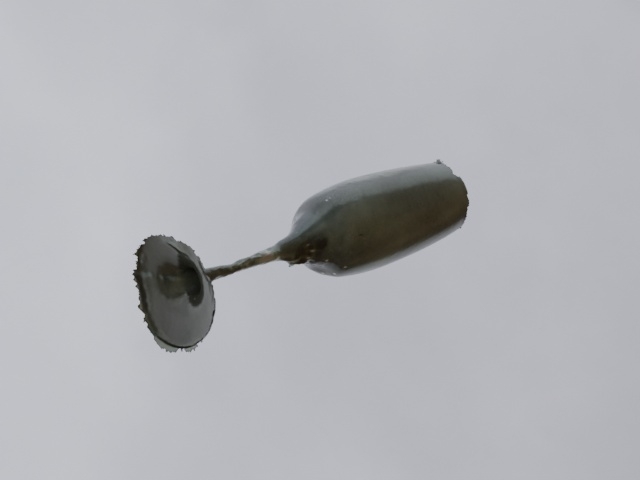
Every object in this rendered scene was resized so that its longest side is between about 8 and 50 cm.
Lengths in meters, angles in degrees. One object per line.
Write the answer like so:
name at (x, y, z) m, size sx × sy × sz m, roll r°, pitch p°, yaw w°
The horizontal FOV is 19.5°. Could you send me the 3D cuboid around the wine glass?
wine glass at (0.000, 0.000, 1.177) m, size 0.262 × 0.074 × 0.074 m, roll -19°, pitch -63°, yaw -44°
